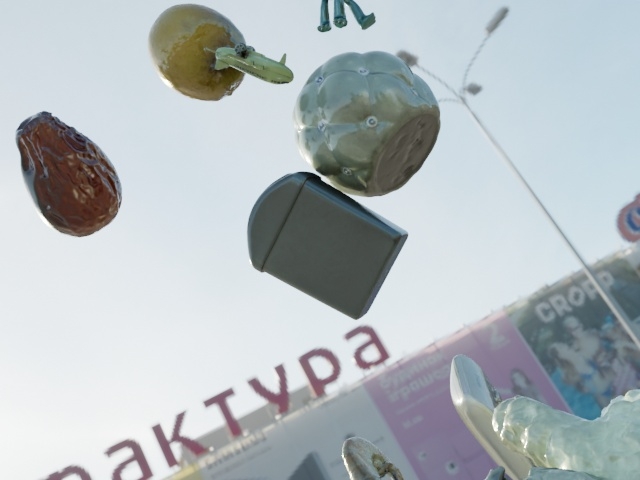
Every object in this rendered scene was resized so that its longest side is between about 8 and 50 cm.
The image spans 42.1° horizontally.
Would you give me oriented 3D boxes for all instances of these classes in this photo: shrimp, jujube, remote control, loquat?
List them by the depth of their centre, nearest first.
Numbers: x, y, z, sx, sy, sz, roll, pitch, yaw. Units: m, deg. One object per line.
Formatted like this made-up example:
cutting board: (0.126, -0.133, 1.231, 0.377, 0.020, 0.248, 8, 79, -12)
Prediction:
remote control: (0.259, 0.290, 1.106, 0.055, 0.313, 0.109, -32, 21, 12)
loquat: (-0.208, -0.315, 1.381, 0.172, 0.204, 0.149, 18, -75, -52)
jujube: (-0.449, -0.118, 1.462, 0.168, 0.168, 0.236, -29, -58, -3)
shrimp: (0.133, 0.498, 1.593, 0.169, 0.296, 0.058, 26, -66, -36)

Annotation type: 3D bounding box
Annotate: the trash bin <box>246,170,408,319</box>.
trash bin: (0.000, 0.000, 1.320, 0.177, 0.236, 0.101, -63, -13, 9)

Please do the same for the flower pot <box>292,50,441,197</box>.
flower pot: (0.072, -0.195, 1.381, 0.246, 0.195, 0.246, -38, -29, -26)

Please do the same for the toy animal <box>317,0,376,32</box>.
toy animal: (0.017, -0.362, 1.027, 0.103, 0.208, 0.100, -13, 3, 16)

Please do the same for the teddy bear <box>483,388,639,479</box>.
teddy bear: (0.253, 0.297, 0.773, 0.362, 0.327, 0.375, -37, -25, -10)

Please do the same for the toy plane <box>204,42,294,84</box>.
toy plane: (-0.083, -0.217, 1.013, 0.102, 0.111, 0.040, -27, -50, -74)
